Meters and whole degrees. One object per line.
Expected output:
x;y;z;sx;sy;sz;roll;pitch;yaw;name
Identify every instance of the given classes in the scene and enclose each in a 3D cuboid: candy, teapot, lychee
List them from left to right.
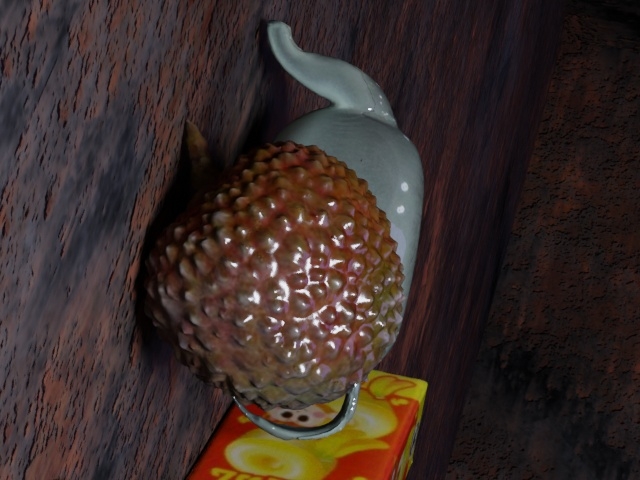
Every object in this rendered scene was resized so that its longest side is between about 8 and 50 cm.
-0.036;0.013;1.227;0.165;0.197;0.165;-43;174;-6;lychee
-0.017;0.190;1.512;0.276;0.146;0.088;-60;160;-63;candy
0.000;0.000;1.399;0.193;0.129;0.294;-92;-167;-82;teapot
